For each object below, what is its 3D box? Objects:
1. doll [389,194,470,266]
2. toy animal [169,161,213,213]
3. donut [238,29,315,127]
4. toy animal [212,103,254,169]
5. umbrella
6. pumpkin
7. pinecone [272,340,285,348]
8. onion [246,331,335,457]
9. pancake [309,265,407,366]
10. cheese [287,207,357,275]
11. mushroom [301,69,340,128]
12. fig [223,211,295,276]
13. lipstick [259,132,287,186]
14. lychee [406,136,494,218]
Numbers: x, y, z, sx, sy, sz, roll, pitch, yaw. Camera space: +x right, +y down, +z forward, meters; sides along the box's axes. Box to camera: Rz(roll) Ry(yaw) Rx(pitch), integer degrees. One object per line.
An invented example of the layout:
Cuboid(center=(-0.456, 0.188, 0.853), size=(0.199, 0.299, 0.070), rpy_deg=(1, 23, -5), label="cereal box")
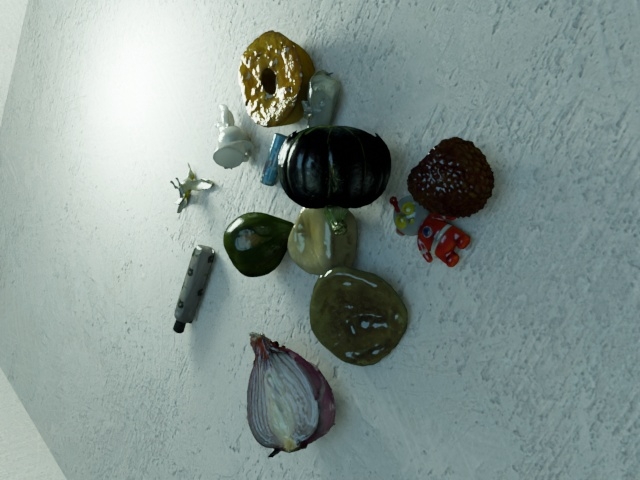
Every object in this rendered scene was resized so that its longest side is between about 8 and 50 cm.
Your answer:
Cuboid(center=(0.256, -0.039, 1.593), size=(0.245, 0.076, 0.142), rpy_deg=(42, 116, 29), label="doll")
Cuboid(center=(-0.461, -0.198, 2.219), size=(0.219, 0.095, 0.155), rpy_deg=(-22, 80, 39), label="toy animal")
Cuboid(center=(-0.122, -0.462, 1.901), size=(0.278, 0.109, 0.277), rpy_deg=(1, 92, 42), label="donut")
Cuboid(center=(-0.277, -0.335, 2.070), size=(0.103, 0.131, 0.220), rpy_deg=(98, 170, -51), label="toy animal")
Cuboid(center=(-0.440, 0.170, 2.217), size=(0.067, 0.073, 0.337), rpy_deg=(-117, 45, -63), label="umbrella")
Cuboid(center=(0.036, -0.158, 1.653), size=(0.296, 0.296, 0.295), rpy_deg=(0, 91, 42), label="pumpkin")
Cuboid(center=(-0.153, 0.347, 1.946), size=(0.109, 0.102, 0.102), rpy_deg=(6, 94, 45), label="pinecone")
Cuboid(center=(-0.086, 0.414, 1.845), size=(0.267, 0.159, 0.348), rpy_deg=(-21, 77, 28), label="onion")
Cuboid(center=(0.086, 0.204, 1.717), size=(0.295, 0.049, 0.294), rpy_deg=(12, 116, 26), label="pancake")
Cuboid(center=(0.000, 0.000, 1.792), size=(0.218, 0.117, 0.235), rpy_deg=(-25, 74, 41), label="cheese")
Cuboid(center=(-0.001, -0.334, 1.812), size=(0.096, 0.099, 0.277), rpy_deg=(24, 111, 51), label="mushroom")
Cuboid(center=(-0.166, 0.002, 1.925), size=(0.245, 0.195, 0.195), rpy_deg=(-20, 74, 4), label="fig")
Cuboid(center=(-0.140, -0.244, 1.960), size=(0.048, 0.048, 0.157), rpy_deg=(33, 112, 37), label="lipstick")
Cuboid(center=(0.306, -0.137, 1.487), size=(0.188, 0.188, 0.188), rpy_deg=(0, 91, 42), label="lychee")
